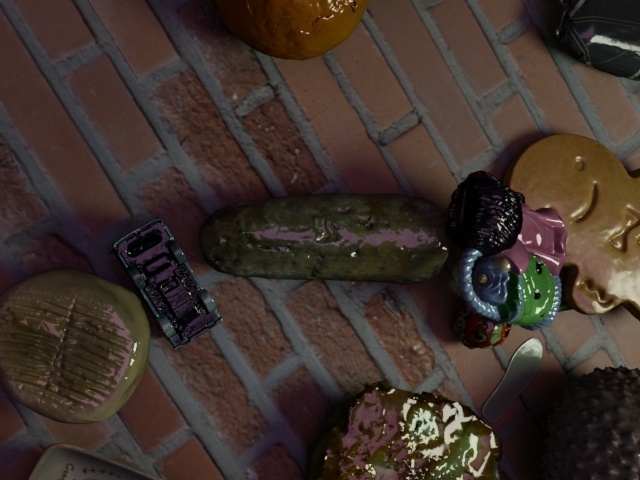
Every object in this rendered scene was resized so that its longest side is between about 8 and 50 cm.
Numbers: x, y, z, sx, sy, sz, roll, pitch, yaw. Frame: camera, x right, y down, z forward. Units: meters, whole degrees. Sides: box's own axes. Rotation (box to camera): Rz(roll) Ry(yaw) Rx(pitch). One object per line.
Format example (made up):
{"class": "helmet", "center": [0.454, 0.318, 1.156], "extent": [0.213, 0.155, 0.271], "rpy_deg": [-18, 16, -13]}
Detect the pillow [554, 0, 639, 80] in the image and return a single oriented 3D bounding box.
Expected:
{"class": "pillow", "center": [0.517, -0.338, 1.213], "extent": [0.335, 0.092, 0.162], "rpy_deg": [7, 83, -17]}

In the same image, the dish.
{"class": "dish", "center": [-0.280, 0.354, 0.969], "extent": [0.212, 0.077, 0.151], "rpy_deg": [26, 80, -14]}

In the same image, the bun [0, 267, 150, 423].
{"class": "bun", "center": [-0.310, 0.128, 0.944], "extent": [0.193, 0.128, 0.178], "rpy_deg": [19, 83, -4]}

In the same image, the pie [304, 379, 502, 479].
{"class": "pie", "center": [0.117, 0.367, 1.074], "extent": [0.288, 0.103, 0.355], "rpy_deg": [-1, 93, -17]}

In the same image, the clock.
{"class": "clock", "center": [0.250, 0.016, 1.033], "extent": [0.195, 0.100, 0.194], "rpy_deg": [24, 68, -39]}

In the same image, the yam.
{"class": "yam", "center": [0.000, 0.000, 1.039], "extent": [0.330, 0.133, 0.133], "rpy_deg": [-1, 89, -12]}

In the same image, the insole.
{"class": "insole", "center": [0.302, 0.218, 1.183], "extent": [0.053, 0.002, 0.153], "rpy_deg": [43, 78, -12]}

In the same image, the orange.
{"class": "orange", "center": [-0.037, -0.349, 0.998], "extent": [0.219, 0.193, 0.219], "rpy_deg": [-1, 81, 8]}

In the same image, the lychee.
{"class": "lychee", "center": [0.455, 0.328, 1.088], "extent": [0.300, 0.300, 0.300], "rpy_deg": [0, 89, -16]}

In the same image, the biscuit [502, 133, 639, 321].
{"class": "biscuit", "center": [0.445, -0.023, 1.177], "extent": [0.355, 0.052, 0.275], "rpy_deg": [38, 77, -3]}

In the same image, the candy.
{"class": "candy", "center": [0.332, 0.111, 1.165], "extent": [0.287, 0.084, 0.078], "rpy_deg": [-6, 86, -24]}

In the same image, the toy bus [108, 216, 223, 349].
{"class": "toy bus", "center": [-0.205, 0.053, 0.991], "extent": [0.079, 0.092, 0.160], "rpy_deg": [-33, 104, -16]}
